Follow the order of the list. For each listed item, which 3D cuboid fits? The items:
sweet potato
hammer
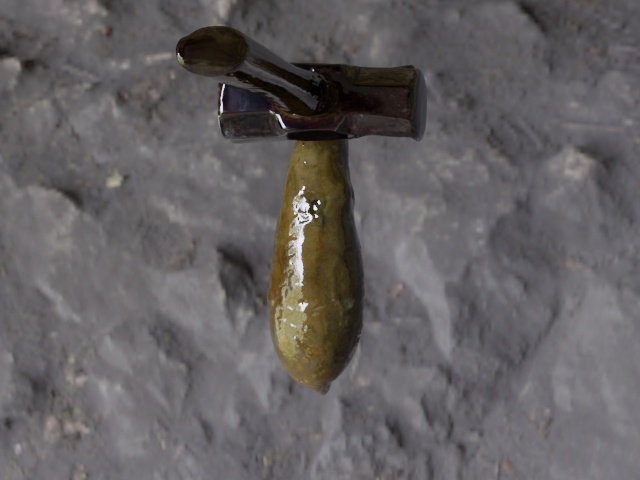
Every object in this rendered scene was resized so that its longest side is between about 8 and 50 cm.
[{"bbox_3d":[-0.002,-0.002,1.717,0.130,0.422,0.130,1,8,0],"label":"sweet potato"},{"bbox_3d":[-0.041,-0.173,1.426,0.242,0.095,0.409,1,-4,17],"label":"hammer"}]
